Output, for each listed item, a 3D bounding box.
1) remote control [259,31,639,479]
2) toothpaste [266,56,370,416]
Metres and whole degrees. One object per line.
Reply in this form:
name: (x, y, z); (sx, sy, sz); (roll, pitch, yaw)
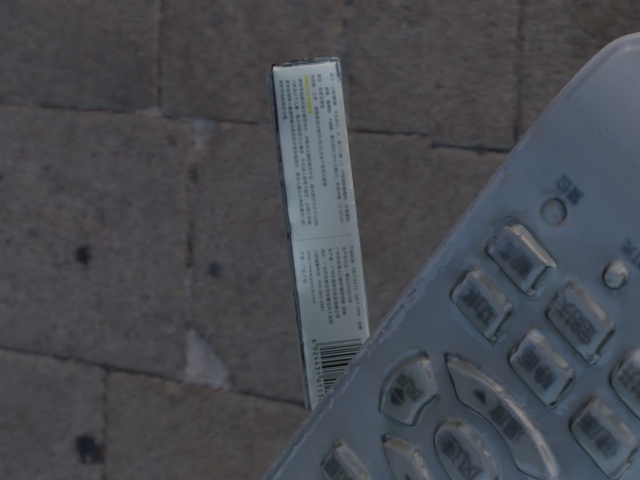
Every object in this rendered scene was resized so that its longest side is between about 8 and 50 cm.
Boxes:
remote control: (0.054, 0.079, 0.493); (0.109, 0.055, 0.313); (50, 124, 22)
toothpaste: (0.000, 0.000, 0.677); (0.034, 0.046, 0.164); (-7, 89, -5)
